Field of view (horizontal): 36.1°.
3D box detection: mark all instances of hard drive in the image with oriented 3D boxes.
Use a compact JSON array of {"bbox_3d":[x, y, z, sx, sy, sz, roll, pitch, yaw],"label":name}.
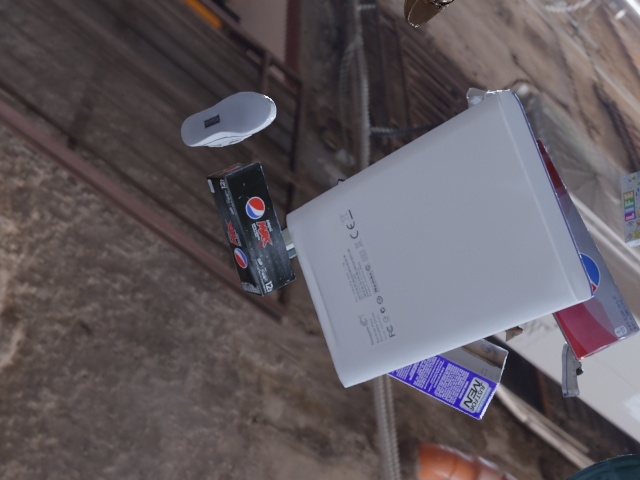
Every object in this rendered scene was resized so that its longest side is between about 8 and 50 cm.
[{"bbox_3d":[0.106,0.011,1.019,0.319,0.040,0.210,-28,-103,43],"label":"hard drive"}]

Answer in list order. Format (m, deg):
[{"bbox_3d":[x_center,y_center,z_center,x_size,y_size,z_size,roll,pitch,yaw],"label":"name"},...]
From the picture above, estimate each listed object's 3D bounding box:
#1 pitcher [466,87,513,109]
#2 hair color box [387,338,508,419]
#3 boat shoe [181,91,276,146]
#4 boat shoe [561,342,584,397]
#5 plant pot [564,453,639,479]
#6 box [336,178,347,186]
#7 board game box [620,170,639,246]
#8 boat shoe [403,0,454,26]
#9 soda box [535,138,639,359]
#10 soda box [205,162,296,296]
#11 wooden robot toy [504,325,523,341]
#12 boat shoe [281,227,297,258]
[{"bbox_3d":[0.290,-0.160,1.721,0.178,0.126,0.207,-36,130,-74],"label":"pitcher"},{"bbox_3d":[0.229,0.241,2.156,0.110,0.339,0.185,-66,172,22],"label":"hair color box"},{"bbox_3d":[-0.185,-0.258,2.123,0.258,0.084,0.095,-6,-97,37],"label":"boat shoe"},{"bbox_3d":[0.423,0.216,1.646,0.035,0.035,0.100,-6,-131,21],"label":"boat shoe"},{"bbox_3d":[0.503,0.551,1.430,0.341,0.341,0.334,-45,-161,15],"label":"plant pot"},{"bbox_3d":[0.049,-0.060,1.678,0.018,0.067,0.083,12,-86,38],"label":"box"},{"bbox_3d":[0.673,-0.073,2.018,0.103,0.026,0.154,-21,-124,43],"label":"board game box"},{"bbox_3d":[0.203,-0.434,1.715,0.178,0.064,0.060,-46,-146,44],"label":"boat shoe"},{"bbox_3d":[0.293,0.013,1.211,0.084,0.092,0.263,-27,-104,9],"label":"soda box"},{"bbox_3d":[-0.090,-0.016,1.292,0.060,0.168,0.053,-27,-161,-31],"label":"soda box"},{"bbox_3d":[0.333,0.078,1.548,0.079,0.076,0.173,5,-106,10],"label":"wooden robot toy"},{"bbox_3d":[0.000,0.000,2.197,0.320,0.099,0.116,-26,-158,28],"label":"boat shoe"}]
